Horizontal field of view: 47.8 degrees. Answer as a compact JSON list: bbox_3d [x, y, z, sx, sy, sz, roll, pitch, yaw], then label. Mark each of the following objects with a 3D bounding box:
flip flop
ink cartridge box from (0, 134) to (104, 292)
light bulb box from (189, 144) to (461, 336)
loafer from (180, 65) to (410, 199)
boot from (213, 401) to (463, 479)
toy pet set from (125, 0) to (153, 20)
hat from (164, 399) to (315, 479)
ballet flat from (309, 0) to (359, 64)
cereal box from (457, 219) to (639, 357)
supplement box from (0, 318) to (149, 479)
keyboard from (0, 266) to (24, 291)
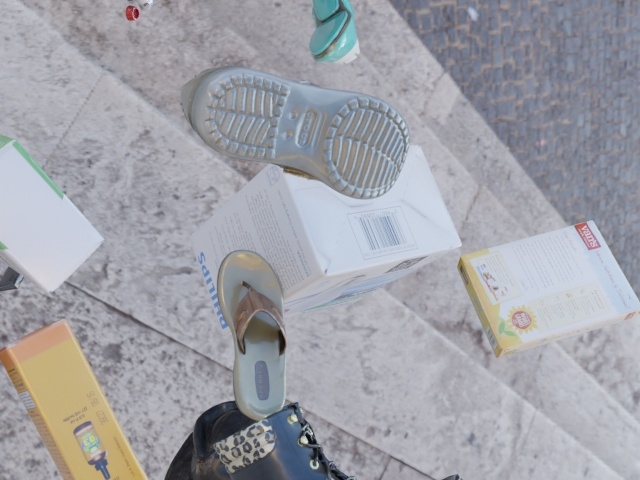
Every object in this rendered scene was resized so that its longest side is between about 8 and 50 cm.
[{"bbox_3d":[-0.100,0.146,1.154,0.112,0.080,0.277,1,72,-22],"label":"flip flop"},{"bbox_3d":[-0.480,-0.059,1.070,0.117,0.278,0.201,-49,131,-21],"label":"ink cartridge box"},{"bbox_3d":[0.000,0.000,1.393,0.358,0.361,0.225,-10,74,-39],"label":"light bulb box"},{"bbox_3d":[-0.017,-0.103,0.641,0.251,0.087,0.094,14,102,-44],"label":"loafer"},{"bbox_3d":[0.017,0.244,0.741,0.178,0.236,0.085,64,7,11],"label":"boot"},{"bbox_3d":[-0.155,-0.281,0.667,0.114,0.065,0.122,51,52,-65],"label":"toy pet set"},{"bbox_3d":[-0.169,0.397,1.364,0.331,0.331,0.134,-36,128,-30],"label":"hat"},{"bbox_3d":[0.032,-0.350,1.219,0.087,0.083,0.247,45,26,-31],"label":"ballet flat"},{"bbox_3d":[0.364,0.075,1.162,0.240,0.173,0.047,-14,150,-7],"label":"cereal box"},{"bbox_3d":[-0.296,0.216,0.866,0.078,0.080,0.233,-27,91,-36],"label":"supplement box"},{"bbox_3d":[-0.715,0.044,1.761,0.023,0.108,0.180,48,42,-38],"label":"keyboard"}]
